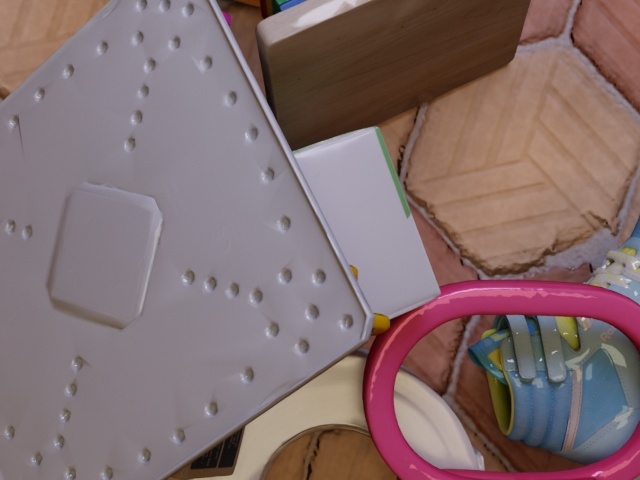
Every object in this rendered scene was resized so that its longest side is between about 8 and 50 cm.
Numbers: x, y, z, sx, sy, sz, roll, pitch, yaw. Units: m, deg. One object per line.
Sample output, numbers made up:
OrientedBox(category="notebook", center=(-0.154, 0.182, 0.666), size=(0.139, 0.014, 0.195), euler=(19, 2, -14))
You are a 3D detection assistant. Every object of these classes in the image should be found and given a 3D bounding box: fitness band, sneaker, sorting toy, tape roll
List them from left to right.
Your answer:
OrientedBox(category="tape roll", center=(0.013, 0.245, 1.141), size=(0.286, 0.100, 0.286), euler=(0, 90, -3))
OrientedBox(category="sorting toy", center=(0.057, -0.203, 1.069), size=(0.257, 0.255, 0.089), euler=(-25, 73, -7))
OrientedBox(category="fitness band", center=(0.182, 0.140, 1.061), size=(0.291, 0.054, 0.208), euler=(1, 98, -5))
OrientedBox(category="sneaker", center=(0.260, 0.066, 1.141), size=(0.208, 0.127, 0.318), euler=(14, 89, -4))

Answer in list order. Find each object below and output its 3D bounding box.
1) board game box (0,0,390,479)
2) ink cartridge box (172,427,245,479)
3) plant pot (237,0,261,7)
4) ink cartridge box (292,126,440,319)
OrientedBox(category="board game box", center=(-0.171, 0.014, 1.009), size=(0.390, 0.050, 0.389), euler=(-37, 65, 23))
OrientedBox(category="ink cartridge box", center=(-0.170, 0.094, 1.083), size=(0.235, 0.088, 0.193), euler=(14, 89, 32))
OrientedBox(category="plant pot", center=(-0.053, -0.351, 1.097), size=(0.205, 0.205, 0.187), euler=(24, 73, -3))
OrientedBox(category="ink cartridge box", center=(0.000, 0.000, 1.075), size=(0.093, 0.219, 0.160), euler=(-21, 92, -21))
